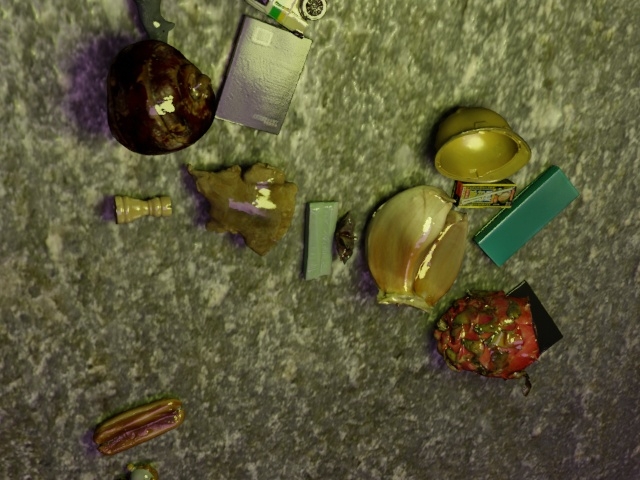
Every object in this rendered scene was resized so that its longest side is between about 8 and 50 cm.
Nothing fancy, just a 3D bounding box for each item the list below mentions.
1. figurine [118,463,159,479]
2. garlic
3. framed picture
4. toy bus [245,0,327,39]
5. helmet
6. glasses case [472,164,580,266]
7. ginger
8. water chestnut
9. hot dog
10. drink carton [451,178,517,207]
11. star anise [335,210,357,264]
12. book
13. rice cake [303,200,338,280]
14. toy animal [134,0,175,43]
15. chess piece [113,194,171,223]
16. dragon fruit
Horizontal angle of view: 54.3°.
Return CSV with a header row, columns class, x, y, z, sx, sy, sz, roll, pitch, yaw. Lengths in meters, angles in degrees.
class,x,y,z,sx,sy,sz,roll,pitch,yaw
figurine,-0.532,0.683,1.773,0.143,0.068,0.101,-2,112,0
garlic,0.253,0.021,1.602,0.286,0.249,0.312,16,92,-9
framed picture,0.624,0.296,1.998,0.244,0.013,0.324,-39,122,4
toy bus,-0.037,-0.574,1.209,0.179,0.143,0.305,24,109,-26
helmet,0.383,-0.254,1.535,0.257,0.140,0.205,12,146,-35
glasses case,0.568,-0.072,1.748,0.301,0.070,0.117,-42,117,8
ginger,-0.180,-0.097,1.430,0.270,0.123,0.219,34,105,-31
water chestnut,-0.333,-0.276,1.242,0.238,0.223,0.223,6,126,27
hot dog,-0.488,0.492,1.678,0.250,0.068,0.100,-21,109,-11
drink carton,0.437,-0.126,1.674,0.166,0.056,0.071,-2,115,-18
star anise,0.067,-0.019,1.579,0.056,0.129,0.124,6,155,0
book,-0.127,-0.355,1.367,0.160,0.024,0.228,13,112,-24
rice cake,-0.001,0.001,1.597,0.080,0.042,0.221,-7,118,-21
toy animal,-0.368,-0.527,1.147,0.206,0.081,0.367,-36,126,20
chess piece,-0.400,-0.072,1.407,0.122,0.066,0.066,-5,119,-23
dragon fruit,0.474,0.283,1.801,0.291,0.250,0.268,-15,117,16
